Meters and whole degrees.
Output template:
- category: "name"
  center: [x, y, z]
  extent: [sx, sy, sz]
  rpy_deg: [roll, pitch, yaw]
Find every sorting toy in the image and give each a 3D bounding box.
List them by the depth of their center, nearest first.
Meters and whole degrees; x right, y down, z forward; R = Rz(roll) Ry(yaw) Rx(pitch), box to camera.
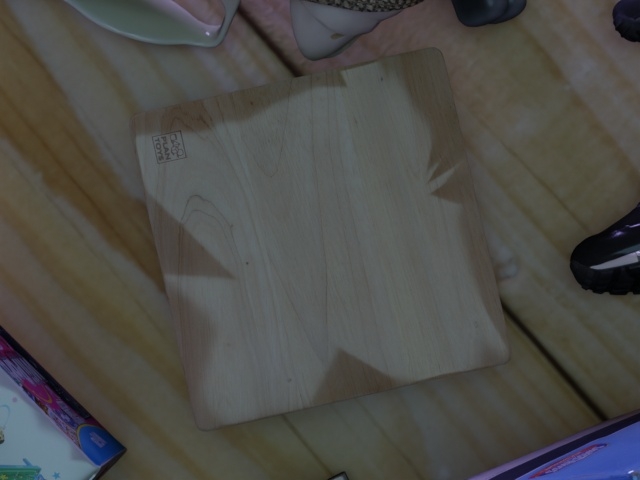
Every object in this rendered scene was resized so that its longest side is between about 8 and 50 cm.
- category: "sorting toy"
  center: [0.000, 0.000, 1.511]
  extent: [0.255, 0.089, 0.257]
  rpy_deg: [-13, 88, 0]

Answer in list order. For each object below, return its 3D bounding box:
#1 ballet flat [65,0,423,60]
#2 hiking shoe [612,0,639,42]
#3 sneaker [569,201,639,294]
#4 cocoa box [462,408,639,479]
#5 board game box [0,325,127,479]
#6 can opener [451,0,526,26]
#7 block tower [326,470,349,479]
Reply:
- category: "ballet flat"
  center: [-0.066, -0.235, 1.488]
  extent: [0.482, 0.164, 0.182]
  rpy_deg: [8, 125, 10]
- category: "hiking shoe"
  center: [0.317, -0.251, 1.527]
  extent: [0.227, 0.086, 0.114]
  rpy_deg: [-34, 79, -9]
- category: "sneaker"
  center: [0.323, -0.050, 1.518]
  extent: [0.283, 0.107, 0.124]
  rpy_deg: [-21, 74, -4]
- category: "cocoa box"
  center: [0.292, 0.234, 1.355]
  extent: [0.347, 0.228, 0.231]
  rpy_deg: [-16, 89, -38]
- category: "board game box"
  center: [-0.296, 0.094, 1.446]
  extent: [0.097, 0.224, 0.303]
  rpy_deg: [-44, 89, -3]
- category: "can opener"
  center: [0.086, -0.304, 1.538]
  extent: [0.093, 0.074, 0.280]
  rpy_deg: [-27, 86, 34]
- category: "block tower"
  center: [-0.114, 0.297, 1.503]
  extent: [0.335, 0.097, 0.091]
  rpy_deg: [-25, 89, -1]
